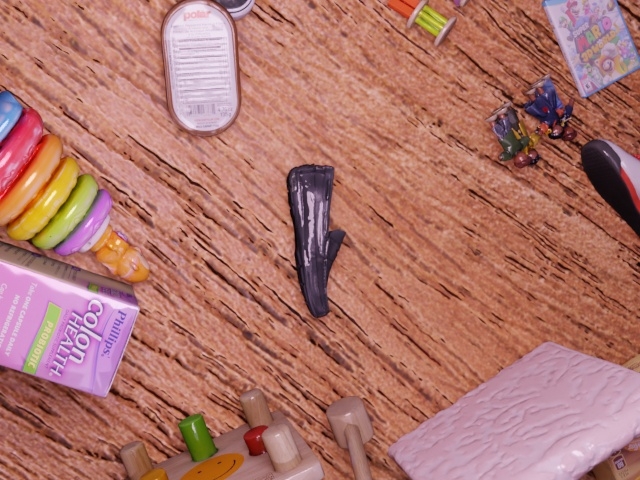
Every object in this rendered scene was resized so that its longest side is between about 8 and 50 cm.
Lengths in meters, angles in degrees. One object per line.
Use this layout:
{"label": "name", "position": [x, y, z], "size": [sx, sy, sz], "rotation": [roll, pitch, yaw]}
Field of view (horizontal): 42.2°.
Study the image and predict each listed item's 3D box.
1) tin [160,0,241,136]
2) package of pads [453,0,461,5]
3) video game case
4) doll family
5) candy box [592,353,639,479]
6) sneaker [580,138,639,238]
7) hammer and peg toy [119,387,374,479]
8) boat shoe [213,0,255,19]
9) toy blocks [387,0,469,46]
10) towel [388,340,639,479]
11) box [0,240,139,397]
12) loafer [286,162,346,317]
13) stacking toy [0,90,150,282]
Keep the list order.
{"label": "tin", "position": [-0.162, -0.237, 1.141], "size": [0.106, 0.040, 0.190], "rotation": [-6, 109, -10]}
{"label": "package of pads", "position": [0.205, -0.396, 1.242], "size": [0.032, 0.050, 0.083], "rotation": [-30, 101, -11]}
{"label": "video game case", "position": [0.435, -0.329, 1.326], "size": [0.119, 0.015, 0.166], "rotation": [-28, 100, -11]}
{"label": "doll family", "position": [0.333, -0.176, 1.280], "size": [0.193, 0.076, 0.111], "rotation": [-35, 97, -13]}
{"label": "candy box", "position": [0.549, 0.364, 1.364], "size": [0.182, 0.087, 0.317], "rotation": [-29, 100, -11]}
{"label": "sneaker", "position": [0.539, -0.098, 1.332], "size": [0.145, 0.090, 0.270], "rotation": [-46, 107, -9]}
{"label": "hammer and peg toy", "position": [-0.090, 0.293, 1.099], "size": [0.361, 0.266, 0.127], "rotation": [-22, 99, -11]}
{"label": "boat shoe", "position": [-0.167, -0.449, 1.112], "size": [0.113, 0.105, 0.307], "rotation": [-21, 99, -12]}
{"label": "toy blocks", "position": [0.145, -0.375, 1.215], "size": [0.148, 0.054, 0.123], "rotation": [37, 120, 6]}
{"label": "towel", "position": [0.280, 0.271, 1.170], "size": [0.331, 0.317, 0.053], "rotation": [-31, 100, -10]}
{"label": "box", "position": [-0.365, 0.084, 1.040], "size": [0.242, 0.213, 0.117], "rotation": [20, 88, -16]}
{"label": "loafer", "position": [0.000, 0.000, 1.201], "size": [0.078, 0.076, 0.223], "rotation": [-6, 92, -7]}
{"label": "stacking toy", "position": [-0.339, -0.040, 1.085], "size": [0.302, 0.175, 0.166], "rotation": [40, 82, -25]}
